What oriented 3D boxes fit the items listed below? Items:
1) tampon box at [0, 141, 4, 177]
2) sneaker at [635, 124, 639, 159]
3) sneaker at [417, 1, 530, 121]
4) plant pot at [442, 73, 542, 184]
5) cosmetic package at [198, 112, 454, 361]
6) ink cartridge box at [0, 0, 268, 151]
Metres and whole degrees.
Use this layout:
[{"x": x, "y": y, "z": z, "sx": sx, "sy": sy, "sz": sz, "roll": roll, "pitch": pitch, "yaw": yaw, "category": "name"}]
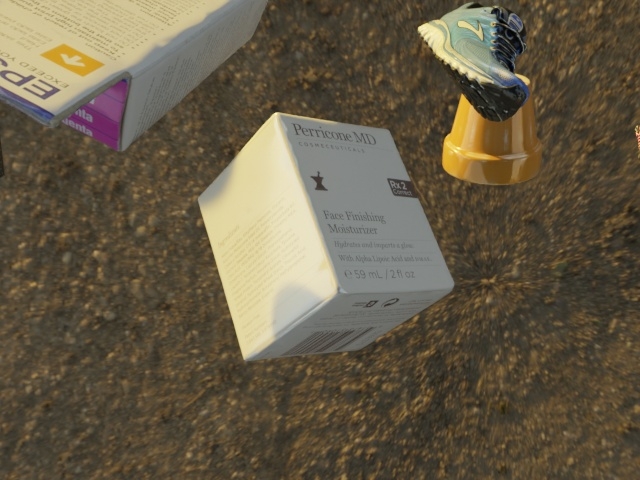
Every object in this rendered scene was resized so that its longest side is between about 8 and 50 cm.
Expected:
[{"x": -0.446, "y": -0.144, "z": 0.873, "sx": 0.101, "sy": 0.120, "sz": 0.161, "roll": -23, "pitch": 51, "yaw": -4, "category": "tampon box"}, {"x": 0.641, "y": -0.200, "z": 1.495, "sx": 0.057, "sy": 0.047, "sz": 0.119, "roll": 37, "pitch": 51, "yaw": 4, "category": "sneaker"}, {"x": 0.267, "y": -0.314, "z": 1.232, "sx": 0.147, "sy": 0.330, "sz": 0.130, "roll": -36, "pitch": 125, "yaw": 15, "category": "sneaker"}, {"x": 0.360, "y": -0.241, "z": 1.570, "sx": 0.205, "sy": 0.205, "sz": 0.188, "roll": 5, "pitch": 120, "yaw": 13, "category": "plant pot"}, {"x": 0.000, "y": 0.000, "z": 0.730, "sx": 0.151, "sy": 0.151, "sz": 0.183, "roll": -39, "pitch": 61, "yaw": 41, "category": "cosmetic package"}, {"x": -0.223, "y": -0.175, "z": 0.457, "sx": 0.324, "sy": 0.330, "sz": 0.071, "roll": 27, "pitch": 123, "yaw": 0, "category": "ink cartridge box"}]
